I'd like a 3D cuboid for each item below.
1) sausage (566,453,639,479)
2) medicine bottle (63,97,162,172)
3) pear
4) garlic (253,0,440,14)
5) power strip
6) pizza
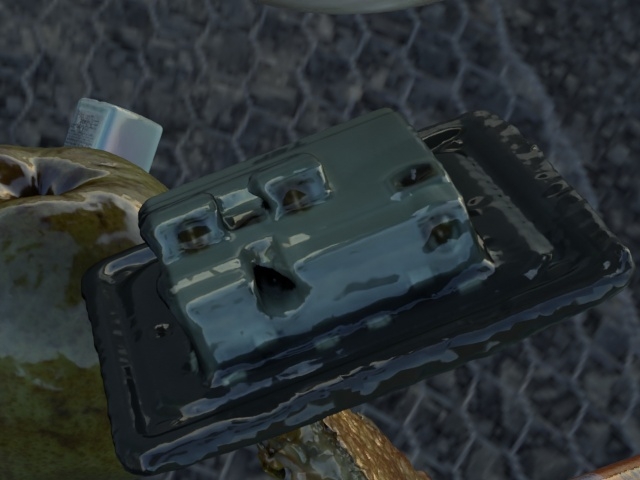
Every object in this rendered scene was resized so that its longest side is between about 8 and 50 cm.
[{"bbox_3d":[0.270,0.200,1.509,0.347,0.053,0.053,-12,64,-38],"label":"sausage"},{"bbox_3d":[-0.199,-0.063,1.679,0.055,0.074,0.118,15,87,35],"label":"medicine bottle"},{"bbox_3d":[-0.162,0.041,1.129,0.228,0.211,0.188,-4,43,-1],"label":"pear"},{"bbox_3d":[0.041,-0.175,0.958,0.228,0.110,0.217,-5,23,25],"label":"garlic"},{"bbox_3d":[-0.001,-0.002,0.925,0.257,0.251,0.092,-22,107,-4],"label":"power strip"},{"bbox_3d":[0.021,0.160,1.154,0.069,0.226,0.147,-38,46,8],"label":"pizza"}]
